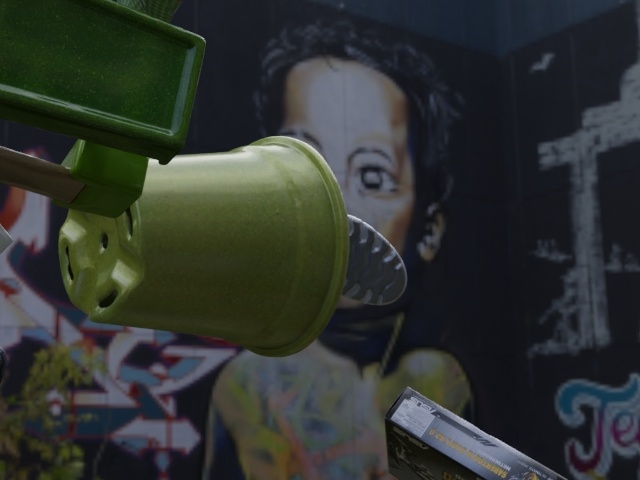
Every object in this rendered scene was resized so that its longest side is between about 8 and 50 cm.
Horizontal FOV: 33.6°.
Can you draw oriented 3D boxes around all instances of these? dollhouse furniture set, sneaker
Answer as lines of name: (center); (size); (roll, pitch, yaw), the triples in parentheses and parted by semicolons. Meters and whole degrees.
dollhouse furniture set: (-0.173, -0.194, 0.800); (0.151, 0.302, 0.197); (16, -19, -21)
sneaker: (0.000, 0.000, 1.510); (0.281, 0.105, 0.115); (29, 1, 10)

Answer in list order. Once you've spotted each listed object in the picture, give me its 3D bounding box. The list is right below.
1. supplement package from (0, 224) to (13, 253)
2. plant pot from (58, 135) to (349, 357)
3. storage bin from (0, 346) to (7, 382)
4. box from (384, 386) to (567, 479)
supplement package: (-0.576, 0.032, 1.464); (0.139, 0.244, 0.134); (6, -41, 47)
plant pot: (-0.152, 0.003, 1.234); (0.254, 0.276, 0.276); (3, -12, -41)
storage bin: (-0.424, 0.129, 1.151); (0.135, 0.098, 0.091); (18, -6, 13)
box: (0.192, 0.301, 1.357); (0.231, 0.056, 0.183); (29, -28, 22)
